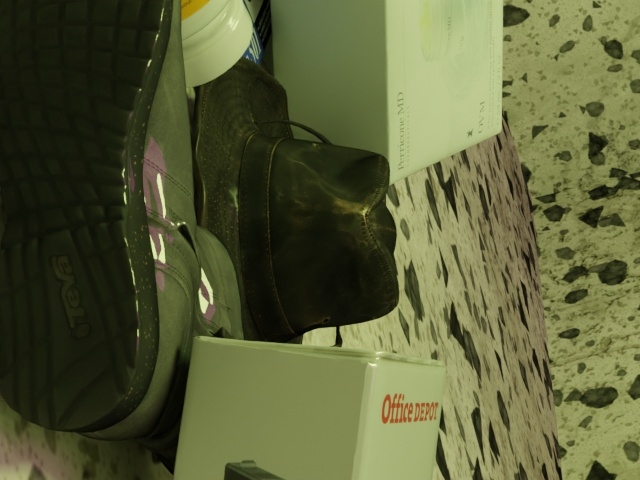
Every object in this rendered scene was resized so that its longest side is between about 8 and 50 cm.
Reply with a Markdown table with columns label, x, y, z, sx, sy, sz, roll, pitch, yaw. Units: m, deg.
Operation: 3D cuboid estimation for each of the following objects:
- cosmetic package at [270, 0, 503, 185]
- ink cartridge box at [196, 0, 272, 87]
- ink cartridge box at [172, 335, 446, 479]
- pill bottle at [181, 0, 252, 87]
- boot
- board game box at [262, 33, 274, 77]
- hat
| label | x | y | z | sx | sy | sz | roll | pitch | yaw |
| --- | --- | --- | --- | --- | --- | --- | --- | --- | --- |
| cosmetic package | 0.070 | -0.194 | 1.260 | 0.224 | 0.138 | 0.224 | -26 | 120 | -48 |
| ink cartridge box | -0.085 | -0.210 | 1.175 | 0.207 | 0.046 | 0.097 | -78 | 150 | -59 |
| ink cartridge box | -0.011 | 0.198 | 0.780 | 0.197 | 0.114 | 0.273 | 23 | 75 | -72 |
| pill bottle | -0.125 | -0.206 | 0.882 | 0.208 | 0.117 | 0.118 | 60 | 21 | -47 |
| boot | -0.115 | -0.029 | 0.805 | 0.223 | 0.118 | 0.338 | 45 | 46 | -68 |
| board game box | 0.003 | -0.268 | 1.465 | 0.303 | 0.097 | 0.224 | -90 | 161 | -44 |
| hat | 0.000 | 0.000 | 1.061 | 0.331 | 0.133 | 0.331 | -1 | 90 | -75 |
